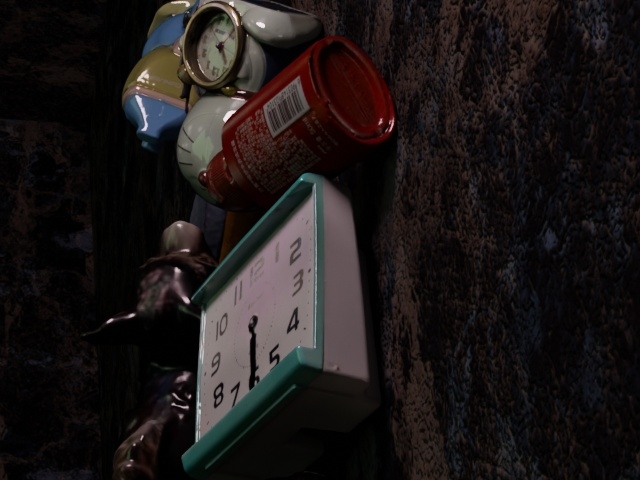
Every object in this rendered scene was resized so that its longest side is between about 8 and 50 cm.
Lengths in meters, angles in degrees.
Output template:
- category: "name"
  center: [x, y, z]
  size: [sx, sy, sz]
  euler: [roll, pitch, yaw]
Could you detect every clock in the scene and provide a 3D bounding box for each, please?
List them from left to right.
- category: "clock"
  center: [-0.079, -0.151, 1.960]
  size: [0.199, 0.146, 0.243]
  euler: [20, 105, 37]
- category: "clock"
  center: [-0.033, 0.099, 1.722]
  size: [0.262, 0.116, 0.231]
  euler: [-45, 36, 46]

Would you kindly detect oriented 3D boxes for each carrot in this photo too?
- category: "carrot"
  center: [-0.082, -0.044, 2.128]
  size: [0.067, 0.067, 0.225]
  euler: [-101, 18, -46]

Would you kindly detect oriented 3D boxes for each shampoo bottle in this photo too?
- category: "shampoo bottle"
  center: [-0.030, -0.103, 1.745]
  size: [0.118, 0.076, 0.314]
  euler: [55, 152, -1]

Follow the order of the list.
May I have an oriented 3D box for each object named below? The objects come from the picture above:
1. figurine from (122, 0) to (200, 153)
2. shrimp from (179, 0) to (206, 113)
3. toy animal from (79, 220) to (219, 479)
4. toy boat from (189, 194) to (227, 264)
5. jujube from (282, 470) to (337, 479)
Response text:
- category: "figurine"
  center: [-0.194, -0.221, 2.400]
  size: [0.180, 0.153, 0.262]
  euler: [58, -136, -51]
- category: "shrimp"
  center: [-0.124, -0.223, 2.218]
  size: [0.343, 0.116, 0.145]
  euler: [99, 165, -47]
- category: "toy animal"
  center: [-0.159, 0.149, 1.966]
  size: [0.302, 0.194, 0.344]
  euler: [8, -97, -74]
- category: "toy boat"
  center: [-0.135, 0.003, 2.311]
  size: [0.283, 0.078, 0.127]
  euler: [107, 164, -48]
- category: "jujube"
  center: [-0.004, 0.298, 1.642]
  size: [0.166, 0.104, 0.104]
  euler: [-103, 21, -47]
